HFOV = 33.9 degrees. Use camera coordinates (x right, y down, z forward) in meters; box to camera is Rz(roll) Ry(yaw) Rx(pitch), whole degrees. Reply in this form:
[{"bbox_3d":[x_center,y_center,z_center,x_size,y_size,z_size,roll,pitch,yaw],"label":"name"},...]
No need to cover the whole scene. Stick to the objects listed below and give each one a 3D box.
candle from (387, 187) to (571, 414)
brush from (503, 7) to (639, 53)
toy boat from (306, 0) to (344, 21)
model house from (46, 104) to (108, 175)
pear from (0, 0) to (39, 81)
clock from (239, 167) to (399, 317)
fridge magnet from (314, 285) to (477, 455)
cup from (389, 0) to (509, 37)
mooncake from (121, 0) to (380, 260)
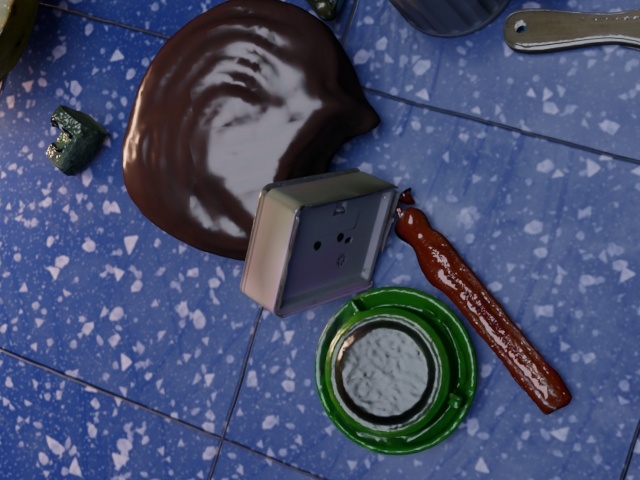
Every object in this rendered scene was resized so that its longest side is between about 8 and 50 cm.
[{"bbox_3d":[0.187,0.076,1.287,0.329,0.048,0.051,53,130,15],"label":"candle"},{"bbox_3d":[0.377,-0.254,1.236,0.327,0.065,0.070,3,88,21],"label":"brush"},{"bbox_3d":[-0.008,-0.369,1.366,0.075,0.077,0.186,-14,82,17],"label":"toy boat"},{"bbox_3d":[-0.351,-0.137,1.470,0.066,0.078,0.083,40,101,19],"label":"model house"},{"bbox_3d":[-0.533,-0.340,1.486,0.340,0.191,0.387,7,89,16],"label":"pear"},{"bbox_3d":[0.000,0.000,1.261,0.071,0.192,0.147,29,117,32],"label":"clock"},{"bbox_3d":[0.089,0.160,1.292,0.208,0.088,0.208,-1,86,19],"label":"fridge magnet"},{"bbox_3d":[0.160,-0.350,1.242,0.221,0.202,0.167,-15,83,19],"label":"cup"},{"bbox_3d":[-0.094,-0.126,1.334,0.325,0.174,0.334,-29,77,13],"label":"mooncake"}]
